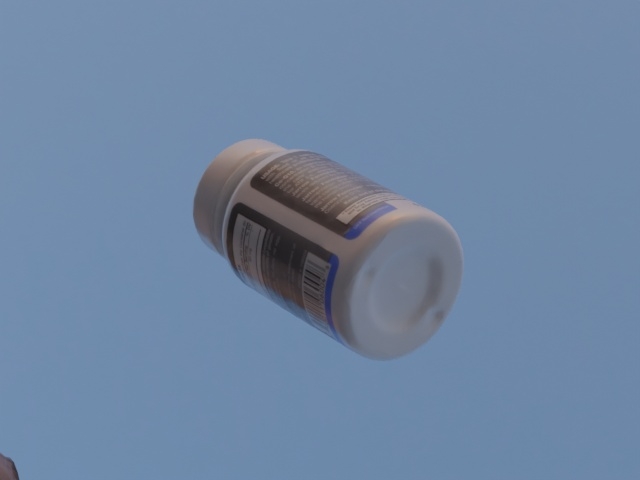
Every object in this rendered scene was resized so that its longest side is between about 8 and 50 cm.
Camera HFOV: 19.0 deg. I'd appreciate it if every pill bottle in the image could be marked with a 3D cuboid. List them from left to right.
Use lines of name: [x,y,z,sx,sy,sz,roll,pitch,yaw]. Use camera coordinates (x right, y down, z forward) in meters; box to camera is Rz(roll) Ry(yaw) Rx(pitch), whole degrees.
pill bottle: [0.000,0.000,0.955,0.137,0.078,0.078,30,-79,46]

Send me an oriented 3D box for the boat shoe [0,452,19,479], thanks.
boat shoe: [-0.124,0.172,0.460,0.104,0.111,0.307,33,-63,8]
